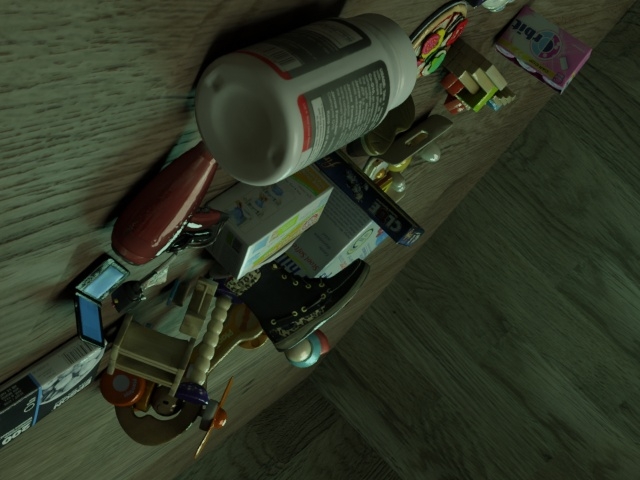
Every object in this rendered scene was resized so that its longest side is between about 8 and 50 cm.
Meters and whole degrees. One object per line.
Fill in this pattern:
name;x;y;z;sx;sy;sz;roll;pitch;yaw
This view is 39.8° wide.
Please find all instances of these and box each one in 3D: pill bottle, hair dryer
pill bottle;-0.008;-0.190;1.122;0.283;0.161;0.161;-33;163;-44
hair dryer;-0.203;-0.037;1.230;0.223;0.080;0.293;-45;173;-37

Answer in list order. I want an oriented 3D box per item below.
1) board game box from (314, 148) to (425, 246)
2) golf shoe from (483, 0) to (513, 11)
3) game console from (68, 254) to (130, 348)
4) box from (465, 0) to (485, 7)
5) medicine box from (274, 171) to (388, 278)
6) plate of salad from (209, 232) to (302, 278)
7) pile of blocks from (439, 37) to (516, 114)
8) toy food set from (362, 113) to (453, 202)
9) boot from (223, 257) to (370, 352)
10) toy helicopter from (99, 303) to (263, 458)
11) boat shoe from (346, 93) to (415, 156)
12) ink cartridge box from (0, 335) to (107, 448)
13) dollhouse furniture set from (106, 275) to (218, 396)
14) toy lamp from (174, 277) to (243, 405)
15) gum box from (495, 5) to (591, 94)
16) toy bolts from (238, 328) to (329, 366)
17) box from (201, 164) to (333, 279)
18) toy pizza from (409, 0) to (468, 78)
board game box;0.073;-0.089;1.543;0.042;0.243;0.165;-47;168;8
golf shoe;0.347;-0.483;1.566;0.176;0.069;0.086;-51;161;25
game console;-0.312;0.090;1.277;0.107;0.071;0.122;-43;169;-8
box;0.258;-0.458;1.238;0.153;0.108;0.207;-39;168;-23
medicine box;0.000;0.000;1.839;0.289;0.149;0.263;-45;168;-2
plate of salad;-0.117;0.006;1.593;0.200;0.048;0.200;-27;-163;9
pile of blocks;0.323;-0.308;1.873;0.112;0.149;0.362;-47;169;10
toy food set;0.181;-0.148;2.080;0.220;0.092;0.306;-37;166;-33
boot;-0.043;0.074;1.643;0.236;0.178;0.085;-41;-171;5
toy helicopter;-0.234;0.260;1.723;0.355;0.235;0.140;-43;168;-12
boat shoe;0.111;-0.221;1.655;0.073;0.080;0.223;-11;-154;33
ink cartridge box;-0.452;0.252;1.430;0.206;0.045;0.208;-36;167;-37
dollhouse furniture set;-0.282;0.157;1.578;0.129;0.129;0.183;120;-11;-54
toy lamp;-0.201;0.171;1.673;0.080;0.080;0.274;99;7;-71
gum box;0.489;-0.425;1.958;0.107;0.188;0.062;-53;167;4
toy bolts;-0.102;0.204;2.035;0.218;0.228;0.158;-37;169;4
box;-0.091;-0.047;1.474;0.203;0.103;0.114;-37;165;-32
toy pizza;0.200;-0.348;1.604;0.201;0.032;0.201;-42;168;-11
